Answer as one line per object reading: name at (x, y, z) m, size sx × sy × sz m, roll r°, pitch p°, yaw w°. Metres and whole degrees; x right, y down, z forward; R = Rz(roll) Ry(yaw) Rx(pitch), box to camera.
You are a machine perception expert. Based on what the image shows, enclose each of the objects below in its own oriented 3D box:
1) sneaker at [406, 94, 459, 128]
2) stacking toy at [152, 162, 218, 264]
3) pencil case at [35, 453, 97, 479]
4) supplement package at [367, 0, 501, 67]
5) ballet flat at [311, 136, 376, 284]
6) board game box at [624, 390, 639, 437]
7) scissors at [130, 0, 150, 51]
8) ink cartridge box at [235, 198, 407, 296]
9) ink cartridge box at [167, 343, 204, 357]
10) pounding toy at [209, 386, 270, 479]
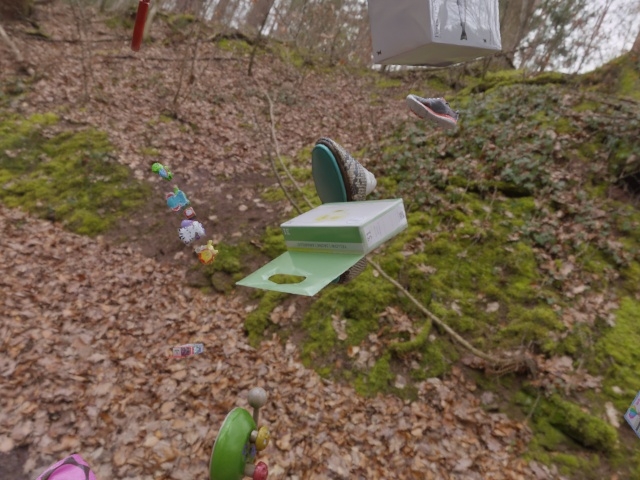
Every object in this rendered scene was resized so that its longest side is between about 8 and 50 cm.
sneaker at (0.313, -0.369, 1.216) m, size 0.158 × 0.065 × 0.061 m, roll 28°, pitch -8°, yaw -5°
stacking toy at (-0.319, -0.058, 1.021) m, size 0.221 × 0.052 × 0.167 m, roll 58°, pitch -11°, yaw 14°
pencil case at (-0.360, 0.438, 0.658) m, size 0.209 × 0.095 × 0.098 m, roll 43°, pitch 4°, yaw 16°
supplement package at (0.167, -0.317, 0.632) m, size 0.179 × 0.105 × 0.105 m, roll -16°, pitch 14°, yaw -38°
ballet flat at (0.078, -0.087, 1.229) m, size 0.164 × 0.182 × 0.482 m, roll 38°, pitch -35°, yaw 41°
board game box at (0.538, 0.246, 0.672) m, size 0.026 × 0.154 × 0.103 m, roll 19°, pitch 17°, yaw 7°
scissors at (-0.279, -0.389, 0.705) m, size 0.021 × 0.109 × 0.297 m, roll 13°, pitch 0°, yaw -28°
ink cartridge box at (0.000, 0.000, 0.672) m, size 0.171 × 0.056 × 0.235 m, roll 2°, pitch 22°, yaw 44°
ink cartridge box at (-0.420, 0.342, 1.360) m, size 0.063 × 0.029 × 0.115 m, roll -7°, pitch -7°, yaw 17°
pounding toy at (-0.162, 0.489, 1.053) m, size 0.110 × 0.183 × 0.237 m, roll 7°, pitch 20°, yaw 14°
